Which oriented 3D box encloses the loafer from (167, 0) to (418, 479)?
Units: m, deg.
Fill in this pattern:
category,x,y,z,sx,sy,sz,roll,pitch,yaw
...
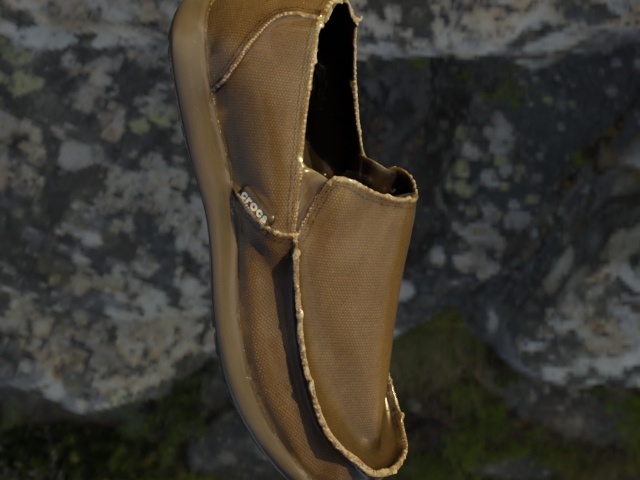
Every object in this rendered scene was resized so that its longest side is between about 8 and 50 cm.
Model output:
category,x,y,z,sx,sy,sz,roll,pitch,yaw
loafer,0.000,0.000,0.900,0.130,0.134,0.366,-12,96,27
